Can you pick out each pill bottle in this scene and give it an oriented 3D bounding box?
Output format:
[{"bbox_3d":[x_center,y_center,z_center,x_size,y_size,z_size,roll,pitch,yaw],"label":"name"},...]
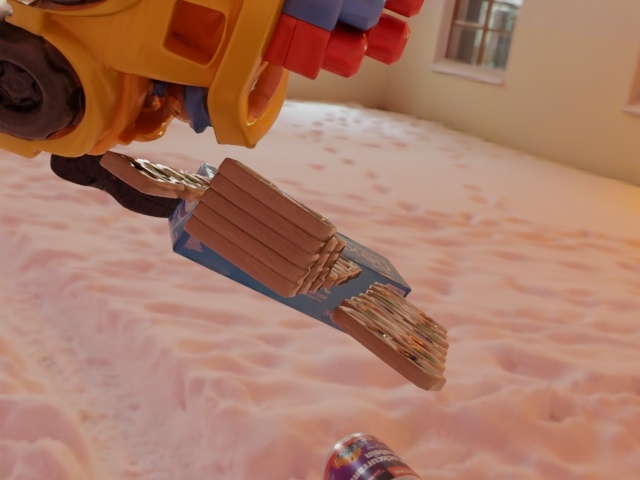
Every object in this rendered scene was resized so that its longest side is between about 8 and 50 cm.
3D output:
[{"bbox_3d":[0.087,0.345,1.122,0.108,0.108,0.193,1,14,-27],"label":"pill bottle"}]

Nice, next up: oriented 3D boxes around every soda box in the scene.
[{"bbox_3d":[-0.027,0.013,0.750,0.210,0.067,0.071,28,14,-24],"label":"soda box"}]

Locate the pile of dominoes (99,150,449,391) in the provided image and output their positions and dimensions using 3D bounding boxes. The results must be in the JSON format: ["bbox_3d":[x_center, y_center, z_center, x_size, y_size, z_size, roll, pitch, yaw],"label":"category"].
[{"bbox_3d":[0.000,0.000,0.492,0.196,0.040,0.251,33,6,8],"label":"pile of dominoes"}]

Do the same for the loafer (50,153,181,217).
[{"bbox_3d":[-0.242,-0.078,1.036,0.170,0.062,0.061,26,6,-9],"label":"loafer"}]

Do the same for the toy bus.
[{"bbox_3d":[-0.060,-0.125,0.450,0.211,0.220,0.149,23,42,-5],"label":"toy bus"}]
